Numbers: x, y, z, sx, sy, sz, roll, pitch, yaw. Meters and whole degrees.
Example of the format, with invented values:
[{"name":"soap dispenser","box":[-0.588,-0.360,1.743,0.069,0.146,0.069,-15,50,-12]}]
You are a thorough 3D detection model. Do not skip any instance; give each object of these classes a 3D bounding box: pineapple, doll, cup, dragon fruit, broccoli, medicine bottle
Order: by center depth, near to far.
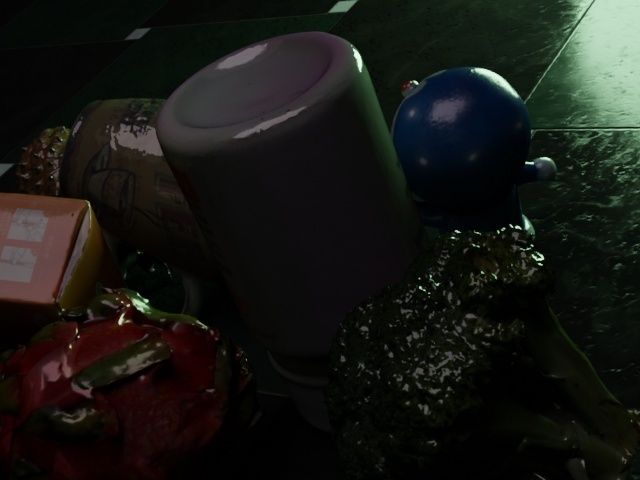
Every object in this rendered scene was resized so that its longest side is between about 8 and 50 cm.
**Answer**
[{"name":"broccoli","box":[0.136,0.152,1.056,0.283,0.321,0.304,23,58,9]},{"name":"medicine bottle","box":[0.000,0.000,1.234,0.219,0.388,0.219,-18,31,11]},{"name":"dragon fruit","box":[-0.212,0.184,1.239,0.302,0.231,0.237,-25,29,-9]},{"name":"doll","box":[0.172,-0.085,1.387,0.215,0.257,0.161,-27,44,-13]},{"name":"cup","box":[-0.204,-0.041,1.541,0.257,0.301,0.227,17,2,9]},{"name":"pineapple","box":[-0.321,-0.043,1.755,0.165,0.165,0.364,-34,42,-17]}]

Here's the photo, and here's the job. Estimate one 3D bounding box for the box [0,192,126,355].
[{"name":"box","box":[-0.417,0.050,1.404,0.341,0.225,0.143,5,60,7]}]
